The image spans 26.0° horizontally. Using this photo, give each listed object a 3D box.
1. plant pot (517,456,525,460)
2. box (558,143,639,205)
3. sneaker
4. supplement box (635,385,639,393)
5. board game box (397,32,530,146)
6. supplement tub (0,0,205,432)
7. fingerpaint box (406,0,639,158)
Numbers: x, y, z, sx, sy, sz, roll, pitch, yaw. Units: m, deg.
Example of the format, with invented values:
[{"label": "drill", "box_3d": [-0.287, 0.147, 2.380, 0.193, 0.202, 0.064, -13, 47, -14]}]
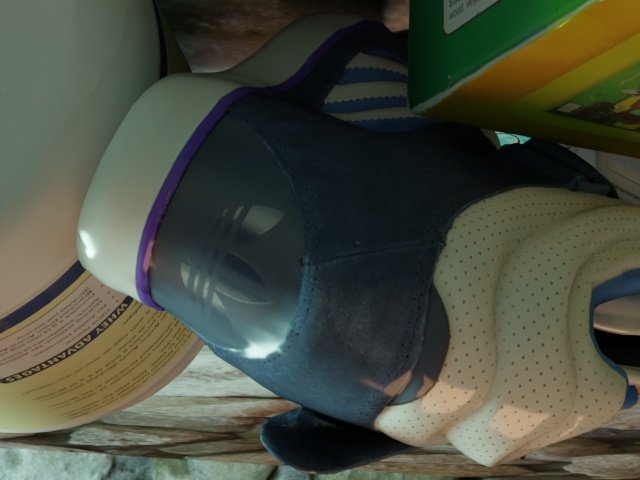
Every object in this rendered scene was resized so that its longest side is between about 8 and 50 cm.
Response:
[{"label": "plant pot", "box_3d": [0.136, 0.135, 1.442, 0.165, 0.167, 0.167, 5, 166, 17]}, {"label": "box", "box_3d": [0.178, -0.027, 0.791, 0.038, 0.186, 0.145, -9, 162, 38]}, {"label": "sneaker", "box_3d": [0.061, 0.001, 0.610, 0.236, 0.130, 0.323, 24, -162, 11]}, {"label": "supplement box", "box_3d": [0.319, 0.108, 1.461, 0.080, 0.078, 0.233, -1, 165, 6]}, {"label": "board game box", "box_3d": [0.103, -0.088, 0.874, 0.126, 0.026, 0.186, -8, 162, 25]}, {"label": "supplement tub", "box_3d": [-0.167, -0.031, 0.701, 0.235, 0.236, 0.325, -1, 164, 6]}, {"label": "fingerpaint box", "box_3d": [0.293, -0.145, 0.420, 0.371, 0.163, 0.445, 9, 164, -23]}]
